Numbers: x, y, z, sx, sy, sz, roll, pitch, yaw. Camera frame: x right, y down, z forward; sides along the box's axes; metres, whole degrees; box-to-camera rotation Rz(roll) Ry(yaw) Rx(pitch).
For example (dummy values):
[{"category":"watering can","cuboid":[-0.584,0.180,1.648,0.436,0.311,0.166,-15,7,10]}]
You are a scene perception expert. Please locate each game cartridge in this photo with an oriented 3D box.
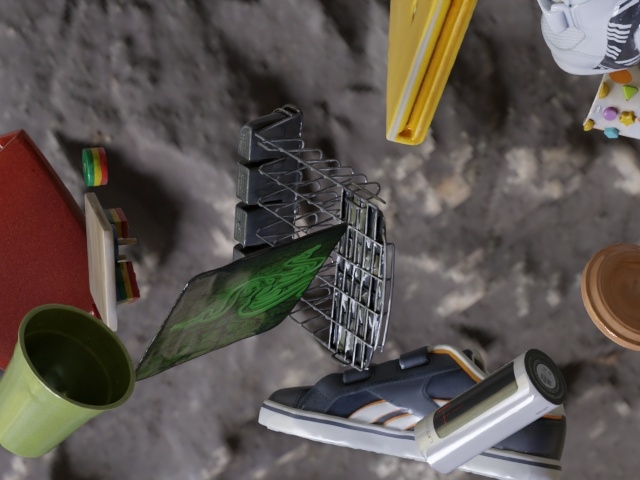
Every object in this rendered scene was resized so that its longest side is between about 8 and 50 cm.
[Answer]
[{"category":"game cartridge","cuboid":[0.134,-0.323,1.882,0.053,0.323,0.285,10,143,-6]}]

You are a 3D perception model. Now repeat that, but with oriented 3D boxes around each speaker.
[{"category":"speaker","cuboid":[0.146,0.149,1.382,0.136,0.055,0.055,-37,153,33]}]

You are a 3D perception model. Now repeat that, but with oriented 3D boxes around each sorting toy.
[{"category":"sorting toy","cuboid":[-0.250,0.032,1.932,0.046,0.132,0.274,-6,112,-16]},{"category":"sorting toy","cuboid":[0.300,-0.126,1.541,0.045,0.075,0.083,-65,173,-48]}]

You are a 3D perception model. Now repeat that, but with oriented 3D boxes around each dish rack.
[{"category":"dish rack","cuboid":[0.000,0.000,1.638,0.074,0.271,0.208,-15,122,-32]}]

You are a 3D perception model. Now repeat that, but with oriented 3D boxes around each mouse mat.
[{"category":"mouse mat","cuboid":[-0.068,0.052,1.367,0.190,0.007,0.152,-21,154,-43]}]

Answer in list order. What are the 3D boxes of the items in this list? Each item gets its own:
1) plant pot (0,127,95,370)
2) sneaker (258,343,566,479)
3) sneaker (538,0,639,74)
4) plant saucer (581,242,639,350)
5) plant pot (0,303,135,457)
[{"category":"plant pot","cuboid":[-0.420,0.032,2.103,0.267,0.236,0.267,-47,-167,-11]},{"category":"sneaker","cuboid":[0.098,0.167,1.649,0.126,0.321,0.127,30,69,-72]},{"category":"sneaker","cuboid":[0.164,-0.236,1.170,0.210,0.137,0.366,0,160,-6]},{"category":"plant saucer","cuboid":[0.228,0.039,1.148,0.083,0.083,0.013,-16,161,-28]},{"category":"plant pot","cuboid":[-0.175,0.097,1.022,0.083,0.083,0.079,3,139,-47]}]
